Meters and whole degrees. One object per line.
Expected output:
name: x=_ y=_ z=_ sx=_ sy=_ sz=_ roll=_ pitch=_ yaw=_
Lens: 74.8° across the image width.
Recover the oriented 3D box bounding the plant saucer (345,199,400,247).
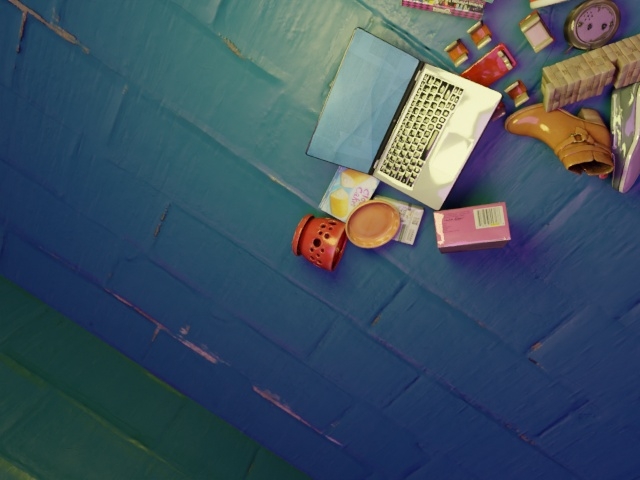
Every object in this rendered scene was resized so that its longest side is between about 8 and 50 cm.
plant saucer: x=0.185 y=-0.063 z=1.502 sx=0.199 sy=0.037 sz=0.200 roll=-5 pitch=126 yaw=-7

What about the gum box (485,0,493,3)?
gum box: x=0.425 y=-0.754 z=1.118 sx=0.156 sy=0.041 sz=0.185 roll=22 pitch=95 yaw=7

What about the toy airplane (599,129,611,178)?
toy airplane: x=0.911 y=-0.271 z=1.299 sx=0.151 sy=0.028 sz=0.152 roll=4 pitch=108 yaw=12

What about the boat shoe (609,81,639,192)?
boat shoe: x=0.900 y=-0.304 z=1.243 sx=0.099 sy=0.116 sz=0.320 roll=22 pitch=122 yaw=51

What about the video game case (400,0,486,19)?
video game case: x=0.363 y=-0.748 z=1.170 sx=0.231 sy=0.042 sz=0.211 roll=14 pitch=93 yaw=7

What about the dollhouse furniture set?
dollhouse furniture set: x=0.540 y=-0.538 z=1.237 sx=0.259 sy=0.135 sz=0.262 roll=-32 pitch=103 yaw=37

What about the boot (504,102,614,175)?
boot: x=0.701 y=-0.287 z=1.236 sx=0.282 sy=0.220 sz=0.109 roll=6 pitch=150 yaw=4

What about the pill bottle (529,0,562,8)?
pill bottle: x=0.619 y=-0.767 z=1.069 sx=0.161 sy=0.161 sz=0.284 roll=-7 pitch=112 yaw=17

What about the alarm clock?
alarm clock: x=0.757 y=-0.620 z=1.161 sx=0.129 sy=0.064 sz=0.192 roll=4 pitch=112 yaw=13

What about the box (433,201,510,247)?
box: x=0.495 y=-0.033 z=1.384 sx=0.213 sy=0.243 sz=0.118 roll=-8 pitch=80 yaw=18

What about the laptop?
laptop: x=0.238 y=-0.338 z=1.235 sx=0.407 sy=0.236 sz=0.382 roll=33 pitch=113 yaw=21

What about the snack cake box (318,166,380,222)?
snack cake box: x=0.120 y=-0.201 z=1.501 sx=0.152 sy=0.089 sz=0.265 roll=29 pitch=118 yaw=1

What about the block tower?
block tower: x=0.794 y=-0.476 z=1.167 sx=0.335 sy=0.097 sz=0.091 roll=-17 pitch=148 yaw=15

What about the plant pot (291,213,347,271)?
plant pot: x=0.000 y=0.000 z=1.575 sx=0.173 sy=0.191 sz=0.191 roll=21 pitch=118 yaw=15

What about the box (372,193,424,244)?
box: x=0.271 y=-0.077 z=1.548 sx=0.186 sy=0.038 sz=0.145 roll=14 pitch=117 yaw=7
